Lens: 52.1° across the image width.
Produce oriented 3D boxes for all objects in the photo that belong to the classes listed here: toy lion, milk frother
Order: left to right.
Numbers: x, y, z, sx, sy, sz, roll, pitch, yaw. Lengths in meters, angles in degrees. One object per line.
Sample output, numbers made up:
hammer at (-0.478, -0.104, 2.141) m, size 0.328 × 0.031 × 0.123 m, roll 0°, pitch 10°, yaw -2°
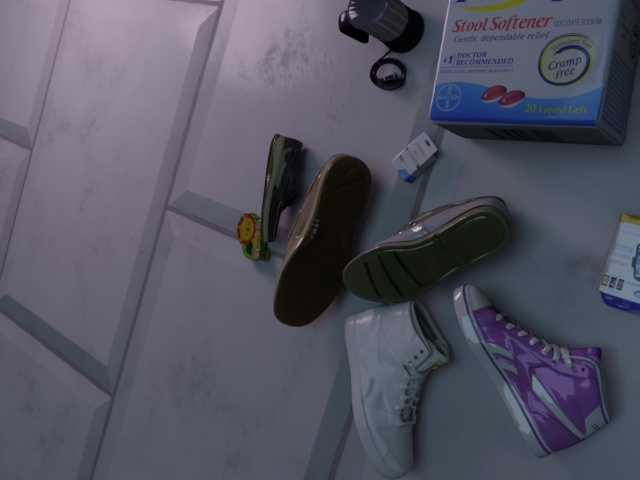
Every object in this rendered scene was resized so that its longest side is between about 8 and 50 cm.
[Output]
toy lion at (-0.147, -0.009, 1.399) m, size 0.096 × 0.034 × 0.100 m, roll 5°, pitch 88°, yaw 44°
milk frother at (0.111, -0.363, 1.181) m, size 0.129 × 0.134 × 0.143 m, roll -27°, pitch 69°, yaw 32°

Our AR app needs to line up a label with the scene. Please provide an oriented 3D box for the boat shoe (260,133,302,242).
boat shoe at (-0.078, -0.103, 1.327) m, size 0.073 × 0.080 × 0.224 m, roll 7°, pitch 85°, yaw -7°

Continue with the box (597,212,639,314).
box at (0.457, 0.036, 0.944) m, size 0.081 × 0.028 × 0.136 m, roll 20°, pitch 99°, yaw 36°

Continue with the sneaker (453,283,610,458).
sneaker at (0.328, 0.164, 0.989) m, size 0.161 × 0.102 × 0.282 m, roll -36°, pitch 75°, yaw 24°

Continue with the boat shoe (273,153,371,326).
boat shoe at (0.000, 0.000, 1.249) m, size 0.341 × 0.121 × 0.110 m, roll -66°, pitch 17°, yaw 7°

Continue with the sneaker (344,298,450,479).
sneaker at (0.143, 0.244, 1.103) m, size 0.169 × 0.108 × 0.293 m, roll -24°, pitch 70°, yaw 36°

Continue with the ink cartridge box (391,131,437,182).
ink cartridge box at (0.174, -0.149, 1.175) m, size 0.083 × 0.028 × 0.048 m, roll -42°, pitch 62°, yaw 25°

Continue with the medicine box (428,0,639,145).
medicine box at (0.333, -0.304, 1.001) m, size 0.263 × 0.149 × 0.290 m, roll 10°, pitch 91°, yaw 37°

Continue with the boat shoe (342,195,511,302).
boat shoe at (0.180, 0.016, 1.104) m, size 0.302 × 0.103 × 0.113 m, roll -22°, pitch 107°, yaw 28°
